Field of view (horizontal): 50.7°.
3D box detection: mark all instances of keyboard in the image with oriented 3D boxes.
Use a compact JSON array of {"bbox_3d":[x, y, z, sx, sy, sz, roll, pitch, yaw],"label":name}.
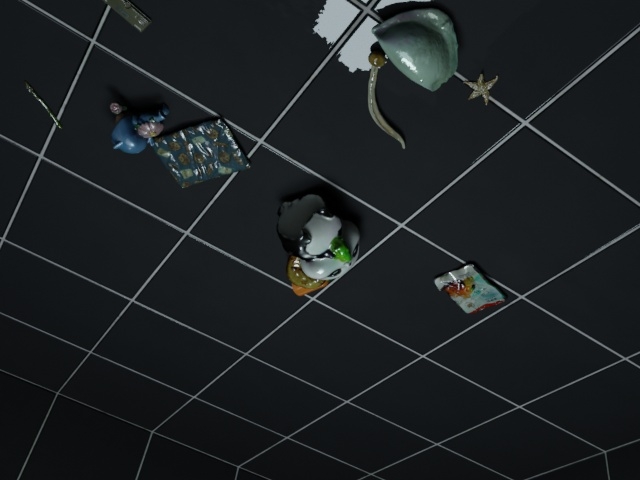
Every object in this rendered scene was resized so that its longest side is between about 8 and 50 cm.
[{"bbox_3d":[-0.472,-0.560,1.627,0.129,0.015,0.049,38,137,-27],"label":"keyboard"}]

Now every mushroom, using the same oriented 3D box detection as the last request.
[{"bbox_3d":[0.158,-0.346,1.710,0.068,0.043,0.306,18,146,31],"label":"mushroom"}]

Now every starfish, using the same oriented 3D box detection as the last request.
[{"bbox_3d":[0.397,-0.370,1.645,0.092,0.016,0.086,-30,126,33],"label":"starfish"}]

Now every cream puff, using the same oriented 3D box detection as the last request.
[{"bbox_3d":[-0.037,0.086,2.170,0.149,0.084,0.149,5,104,22],"label":"cream puff"}]

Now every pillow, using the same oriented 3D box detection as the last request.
[{"bbox_3d":[-0.345,-0.247,1.925,0.255,0.034,0.189,-11,134,23],"label":"pillow"}]

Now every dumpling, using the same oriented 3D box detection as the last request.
[{"bbox_3d":[0.223,-0.449,1.547,0.216,0.149,0.105,33,173,-14],"label":"dumpling"}]

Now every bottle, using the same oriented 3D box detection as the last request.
[{"bbox_3d":[-0.005,0.127,2.236,0.187,0.069,0.069,-23,128,31],"label":"bottle"}]

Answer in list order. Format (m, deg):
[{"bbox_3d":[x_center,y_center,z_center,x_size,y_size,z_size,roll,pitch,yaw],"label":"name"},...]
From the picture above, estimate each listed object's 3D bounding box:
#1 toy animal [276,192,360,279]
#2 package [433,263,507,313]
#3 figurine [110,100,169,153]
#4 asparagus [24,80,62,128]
[{"bbox_3d":[0.006,0.002,1.990,0.212,0.213,0.267,-22,127,32],"label":"toy animal"},{"bbox_3d":[0.486,0.164,2.193,0.166,0.040,0.232,-24,129,32],"label":"package"},{"bbox_3d":[-0.499,-0.324,1.837,0.178,0.114,0.145,-27,99,18],"label":"figurine"},{"bbox_3d":[-0.776,-0.377,1.891,0.016,0.016,0.163,7,143,33],"label":"asparagus"}]
